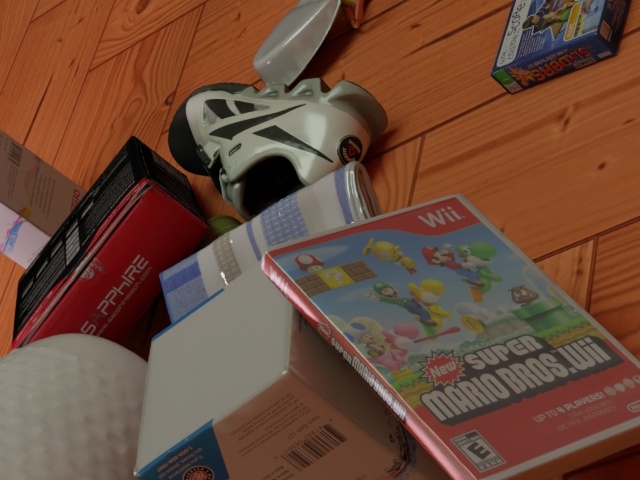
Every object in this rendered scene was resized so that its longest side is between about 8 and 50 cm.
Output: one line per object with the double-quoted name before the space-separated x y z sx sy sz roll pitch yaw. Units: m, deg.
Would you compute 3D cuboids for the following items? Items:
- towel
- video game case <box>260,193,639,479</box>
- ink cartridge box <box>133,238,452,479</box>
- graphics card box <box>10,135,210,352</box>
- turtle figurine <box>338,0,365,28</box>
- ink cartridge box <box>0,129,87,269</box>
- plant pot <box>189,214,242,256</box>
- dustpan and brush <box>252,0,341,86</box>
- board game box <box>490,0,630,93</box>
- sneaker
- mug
"towel" -0.032 0.071 1.771 0.285 0.034 0.209 -28 73 37
"video game case" 0.114 0.073 1.439 0.285 0.204 0.025 46 138 36
"ink cartridge box" -0.006 0.157 1.543 0.171 0.233 0.168 -36 30 25
"graphics card box" -0.237 0.019 2.067 0.233 0.094 0.371 -52 14 3
"turtle figurine" 0.063 -0.389 2.219 0.217 0.087 0.269 -143 62 -67
"ink cartridge box" -0.388 -0.050 2.377 0.072 0.175 0.127 -37 31 28
"plant pot" -0.085 0.023 1.982 0.079 0.083 0.083 22 74 46
"dustpan and brush" -0.047 -0.200 2.214 0.211 0.060 0.147 -49 16 -12
"board game box" 0.251 -0.248 1.863 0.136 0.035 0.201 -18 42 44
"sneaker" -0.082 -0.088 2.048 0.330 0.122 0.146 -6 49 52
"mug" -0.286 0.282 1.791 0.328 0.276 0.374 -56 -3 -36
